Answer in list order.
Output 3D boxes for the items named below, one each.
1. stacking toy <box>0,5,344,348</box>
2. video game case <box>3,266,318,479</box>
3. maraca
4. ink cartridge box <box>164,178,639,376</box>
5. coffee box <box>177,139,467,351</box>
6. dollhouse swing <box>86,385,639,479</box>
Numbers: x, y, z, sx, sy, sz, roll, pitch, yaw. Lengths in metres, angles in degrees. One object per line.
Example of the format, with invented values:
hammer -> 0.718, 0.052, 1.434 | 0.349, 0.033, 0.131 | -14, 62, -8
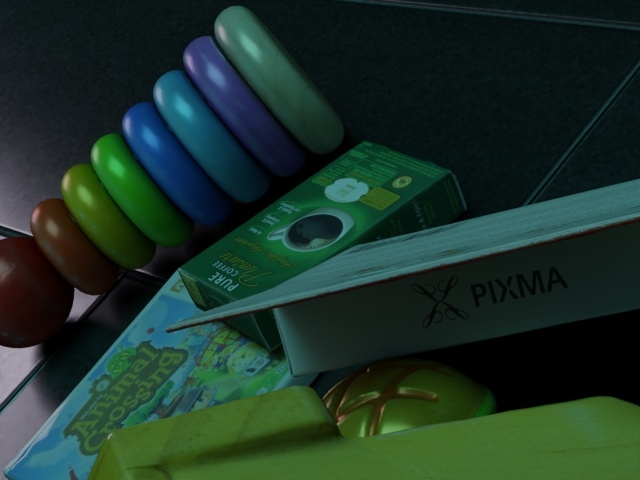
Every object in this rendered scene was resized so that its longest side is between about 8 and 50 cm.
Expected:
stacking toy -> -0.145, -0.033, 1.361 | 0.330, 0.141, 0.141 | -39, 33, 5
video game case -> -0.104, 0.114, 1.218 | 0.193, 0.023, 0.212 | 13, 56, 48
maraca -> 0.040, 0.121, 1.027 | 0.127, 0.099, 0.186 | -29, 8, -14
ink cartridge box -> 0.100, 0.024, 0.998 | 0.296, 0.066, 0.261 | -14, 4, 29
coffee box -> 0.000, 0.000, 1.228 | 0.184, 0.040, 0.113 | -36, 31, -21
dollhouse swing -> 0.056, 0.273, 0.804 | 0.347, 0.305, 0.315 | 56, 130, 45
